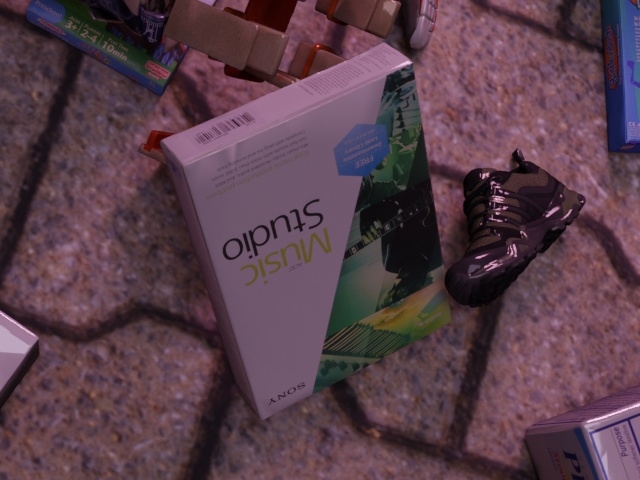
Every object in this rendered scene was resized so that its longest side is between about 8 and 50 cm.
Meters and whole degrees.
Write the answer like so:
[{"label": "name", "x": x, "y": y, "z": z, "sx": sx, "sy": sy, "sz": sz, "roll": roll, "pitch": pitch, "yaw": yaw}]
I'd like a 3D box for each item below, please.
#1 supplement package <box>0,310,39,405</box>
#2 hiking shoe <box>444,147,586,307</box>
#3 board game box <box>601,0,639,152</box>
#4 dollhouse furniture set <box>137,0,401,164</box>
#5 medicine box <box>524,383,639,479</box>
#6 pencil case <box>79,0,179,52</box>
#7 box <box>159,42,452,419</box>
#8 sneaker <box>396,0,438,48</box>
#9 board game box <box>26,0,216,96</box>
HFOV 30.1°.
[{"label": "supplement package", "x": -0.419, "y": 0.104, "z": 1.072, "sx": 0.262, "sy": 0.145, "sz": 0.204, "roll": 35, "pitch": 75, "yaw": -5}, {"label": "hiking shoe", "x": 0.180, "y": -0.015, "z": 1.249, "sx": 0.114, "sy": 0.086, "sz": 0.227, "roll": 43, "pitch": 45, "yaw": 12}, {"label": "board game box", "x": 0.408, "y": -0.204, "z": 1.366, "sx": 0.160, "sy": 0.047, "sz": 0.210, "roll": 2, "pitch": 80, "yaw": -12}, {"label": "dollhouse furniture set", "x": -0.066, "y": -0.177, "z": 1.161, "sx": 0.135, "sy": 0.262, "sz": 0.259, "roll": 27, "pitch": 101, "yaw": 23}, {"label": "medicine box", "x": 0.402, "y": 0.269, "z": 1.228, "sx": 0.289, "sy": 0.149, "sz": 0.263, "roll": -18, "pitch": 84, "yaw": -15}, {"label": "pencil case", "x": -0.298, "y": -0.328, "z": 1.133, "sx": 0.410, "sy": 0.183, "sz": 0.160, "roll": 23, "pitch": 32, "yaw": 6}, {"label": "box", "x": 0.000, "y": 0.000, "z": 1.130, "sx": 0.232, "sy": 0.058, "sz": 0.322, "roll": -26, "pitch": 131, "yaw": -15}, {"label": "sneaker", "x": 0.094, "y": -0.285, "z": 1.315, "sx": 0.065, "sy": 0.061, "sz": 0.157, "roll": -1, "pitch": 78, "yaw": 14}, {"label": "board game box", "x": -0.184, "y": -0.281, "z": 1.249, "sx": 0.160, "sy": 0.039, "sz": 0.211, "roll": 29, "pitch": 74, "yaw": -5}]
